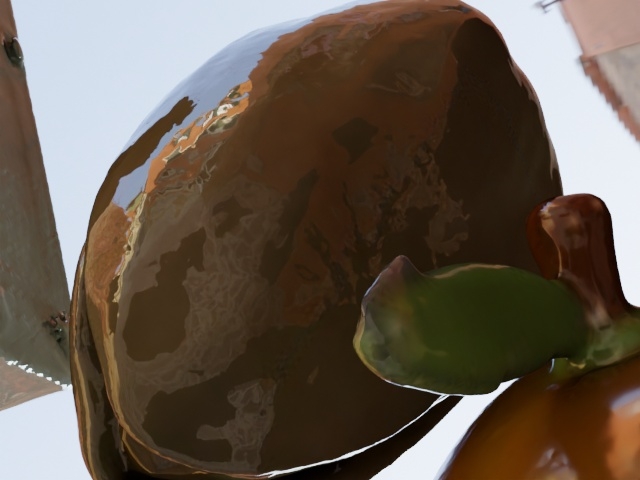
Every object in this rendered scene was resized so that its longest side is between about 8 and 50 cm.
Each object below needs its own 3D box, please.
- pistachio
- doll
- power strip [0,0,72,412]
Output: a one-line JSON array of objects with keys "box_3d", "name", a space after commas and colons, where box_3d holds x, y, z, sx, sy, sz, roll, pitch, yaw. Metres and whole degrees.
[{"box_3d": [0.000, 0.000, 0.461, 0.136, 0.136, 0.226, 43, -133, -4], "name": "pistachio"}, {"box_3d": [0.110, 0.082, 0.402, 0.213, 0.213, 0.236, -26, -83, -3], "name": "doll"}, {"box_3d": [-0.170, -0.118, 0.578, 0.062, 0.091, 0.385, -20, -113, 11], "name": "power strip"}]
